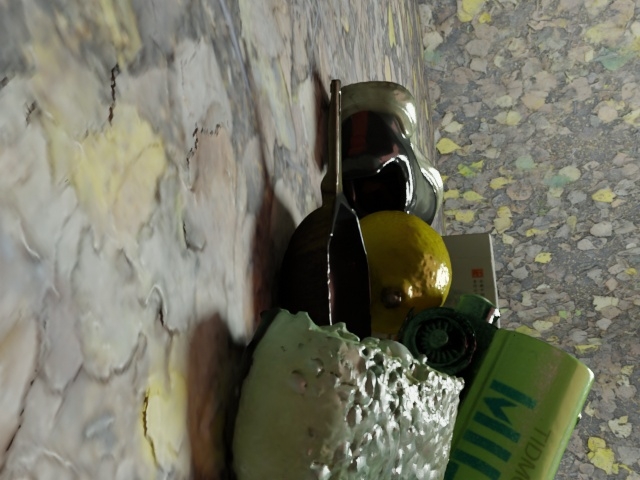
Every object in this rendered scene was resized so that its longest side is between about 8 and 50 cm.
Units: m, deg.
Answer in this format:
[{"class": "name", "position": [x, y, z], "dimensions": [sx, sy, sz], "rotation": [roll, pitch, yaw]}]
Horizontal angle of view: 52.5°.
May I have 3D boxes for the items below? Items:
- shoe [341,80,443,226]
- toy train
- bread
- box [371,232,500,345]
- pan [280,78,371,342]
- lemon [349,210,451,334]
[{"class": "shoe", "position": [0.065, -0.056, 0.670], "dimensions": [0.228, 0.099, 0.112], "rotation": [63, 33, -49]}, {"class": "toy train", "position": [0.108, 0.166, 0.496], "dimensions": [0.253, 0.157, 0.105], "rotation": [-59, 154, -20]}, {"class": "bread", "position": [0.029, 0.133, 0.391], "dimensions": [0.172, 0.064, 0.232], "rotation": [-36, 125, -42]}, {"class": "box", "position": [0.120, 0.105, 0.703], "dimensions": [0.067, 0.149, 0.233], "rotation": [71, 20, -53]}, {"class": "pan", "position": [0.004, 0.002, 0.473], "dimensions": [0.128, 0.048, 0.202], "rotation": [39, 49, -73]}, {"class": "lemon", "position": [0.063, 0.029, 0.580], "dimensions": [0.133, 0.109, 0.109], "rotation": [-89, 170, -74]}]
